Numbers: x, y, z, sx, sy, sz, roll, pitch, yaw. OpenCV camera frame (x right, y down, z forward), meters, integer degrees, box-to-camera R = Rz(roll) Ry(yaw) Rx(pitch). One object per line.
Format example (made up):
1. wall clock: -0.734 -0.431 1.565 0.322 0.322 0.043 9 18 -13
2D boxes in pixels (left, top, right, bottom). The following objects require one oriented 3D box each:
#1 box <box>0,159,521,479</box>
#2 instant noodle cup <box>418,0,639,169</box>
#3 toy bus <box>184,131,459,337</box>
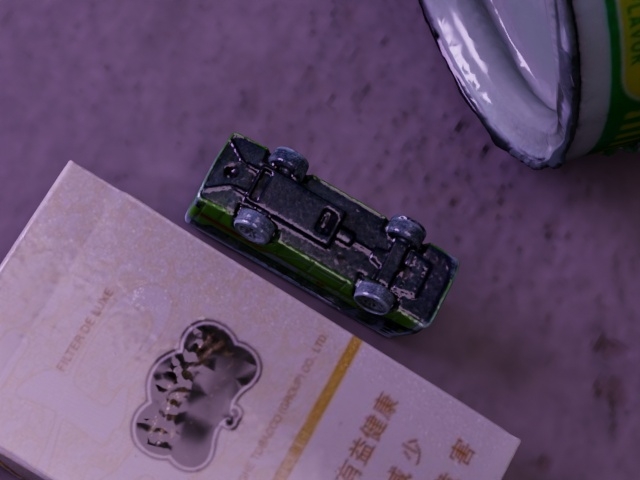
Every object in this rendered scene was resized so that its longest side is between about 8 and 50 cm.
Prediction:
1. box: -0.029 0.056 0.558 0.167 0.024 0.090 32 68 -4
2. instant noodle cup: 0.149 -0.125 0.583 0.233 0.207 0.207 -21 80 -10
3. toy bus: 0.000 0.000 0.576 0.083 0.037 0.031 30 68 -6
